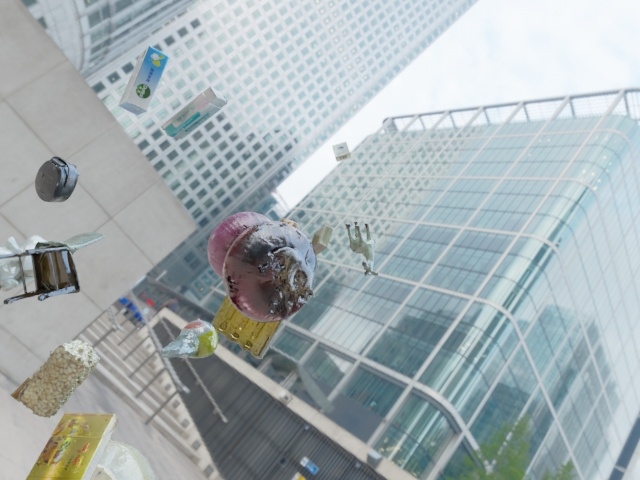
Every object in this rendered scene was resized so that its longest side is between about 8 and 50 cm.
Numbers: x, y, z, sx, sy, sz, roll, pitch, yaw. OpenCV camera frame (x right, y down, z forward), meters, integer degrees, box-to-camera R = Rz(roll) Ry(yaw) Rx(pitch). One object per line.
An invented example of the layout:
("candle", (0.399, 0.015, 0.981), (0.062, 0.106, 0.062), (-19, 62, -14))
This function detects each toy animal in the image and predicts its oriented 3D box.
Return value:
("toy animal", (0.145, 0.024, 1.648), (0.217, 0.073, 0.176), (-149, -129, -75))
("toy animal", (-1.142, 0.081, 1.799), (0.174, 0.289, 0.249), (57, -32, 3))

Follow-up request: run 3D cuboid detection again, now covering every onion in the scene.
("onion", (-0.159, 0.091, 1.417), (0.232, 0.314, 0.314), (8, -41, 47))
("onion", (-0.386, 0.031, 2.243), (0.345, 0.358, 0.358), (8, -38, 26))

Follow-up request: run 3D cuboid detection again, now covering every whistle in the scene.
("whistle", (-0.385, 0.296, 1.390), (0.123, 0.123, 0.223), (36, 14, 17))

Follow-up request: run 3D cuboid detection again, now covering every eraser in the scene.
("eraser", (-0.434, -0.436, 1.624), (0.052, 0.225, 0.095), (58, 14, 4))

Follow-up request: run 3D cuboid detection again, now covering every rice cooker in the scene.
("rice cooker", (-0.935, -0.212, 1.671), (0.112, 0.165, 0.106), (34, 6, 14))

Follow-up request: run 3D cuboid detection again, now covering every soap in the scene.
("soap", (-0.264, 0.288, 1.891), (0.259, 0.281, 0.143), (30, 0, 17))

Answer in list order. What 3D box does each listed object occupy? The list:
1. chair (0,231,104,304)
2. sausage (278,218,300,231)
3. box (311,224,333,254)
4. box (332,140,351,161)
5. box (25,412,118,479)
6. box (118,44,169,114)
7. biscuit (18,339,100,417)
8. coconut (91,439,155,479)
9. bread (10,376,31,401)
("chair", (-0.855, 0.084, 1.532), (0.160, 0.319, 0.186), (-8, -84, 15))
("sausage", (-0.166, 0.002, 1.789), (0.109, 0.109, 0.270), (45, -38, -4))
("box", (0.000, 0.000, 1.557), (0.035, 0.079, 0.083), (29, -33, -16))
("box", (0.071, -0.301, 1.592), (0.083, 0.054, 0.024), (-101, 172, -50))
("box", (-0.358, 0.316, 0.662), (0.089, 0.156, 0.022), (0, -53, 9))
("box", (-0.572, -0.512, 1.520), (0.073, 0.194, 0.139), (24, -6, -33))
("biscuit", (-0.517, 0.272, 0.931), (0.082, 0.168, 0.070), (41, 8, 6))
("coconut", (-0.587, 0.706, 1.215), (0.346, 0.346, 0.360), (39, -26, 10))
("bread", (-1.049, 0.528, 1.670), (0.036, 0.083, 0.047), (13, -41, 31))
